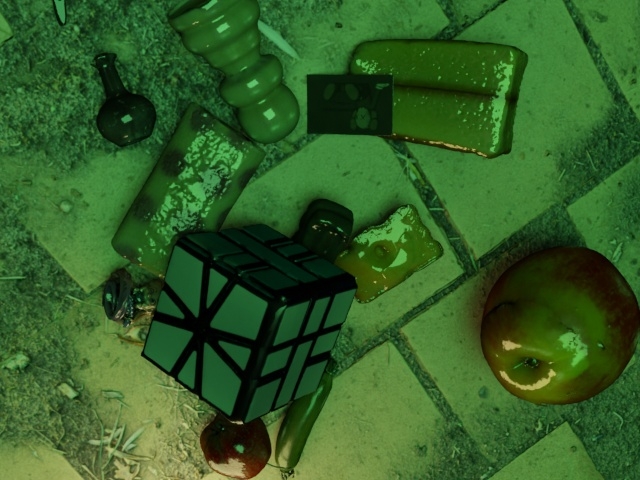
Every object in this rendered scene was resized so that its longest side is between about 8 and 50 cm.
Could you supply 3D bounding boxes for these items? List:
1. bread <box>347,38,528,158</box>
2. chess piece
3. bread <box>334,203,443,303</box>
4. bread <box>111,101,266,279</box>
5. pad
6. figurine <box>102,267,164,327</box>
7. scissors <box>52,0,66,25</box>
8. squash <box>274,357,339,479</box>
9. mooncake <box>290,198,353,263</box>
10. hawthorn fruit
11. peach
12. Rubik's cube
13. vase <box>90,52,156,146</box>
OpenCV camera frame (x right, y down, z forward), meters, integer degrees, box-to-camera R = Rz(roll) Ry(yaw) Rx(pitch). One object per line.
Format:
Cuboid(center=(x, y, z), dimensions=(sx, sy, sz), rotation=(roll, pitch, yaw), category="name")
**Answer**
Cuboid(center=(0.247, -0.324, 1.896), dimensions=(0.361, 0.245, 0.234), rotation=(11, 102, 16), category="bread")
Cuboid(center=(-0.151, -0.345, 1.735), dimensions=(0.182, 0.182, 0.330), rotation=(-31, 115, -4), category="chess piece")
Cuboid(center=(0.143, 0.028, 1.952), dimensions=(0.233, 0.088, 0.161), rotation=(-34, 105, 0), category="bread")
Cuboid(center=(-0.270, -0.091, 1.776), dimensions=(0.187, 0.155, 0.338), rotation=(31, 96, -15), category="bread")
Cuboid(center=(0.061, -0.286, 1.836), dimensions=(0.190, 0.004, 0.127), rotation=(4, 106, 17), category="pad")
Cuboid(center=(-0.392, 0.122, 1.841), dimensions=(0.114, 0.126, 0.157), rotation=(-32, 155, 30), category="figurine")
Cuboid(center=(-0.512, -0.525, 1.670), dimensions=(0.088, 0.017, 0.220), rotation=(-9, 107, -15), category="scissors")
Cuboid(center=(-0.046, 0.418, 2.020), dimensions=(0.071, 0.080, 0.319), rotation=(26, 98, 19), category="squash")
Cuboid(center=(0.000, 0.000, 1.865), dimensions=(0.104, 0.168, 0.175), rotation=(22, 83, -17), category="mooncake")
Cuboid(center=(-0.172, 0.478, 1.971), dimensions=(0.162, 0.163, 0.203), rotation=(-39, 120, -1), category="hawthorn fruit")
Cuboid(center=(0.546, 0.190, 1.977), dimensions=(0.369, 0.370, 0.370), rotation=(-4, 106, -13), category="peach")
Cuboid(center=(-0.141, 0.154, 1.740), dimensions=(0.283, 0.288, 0.294), rotation=(-12, 125, -54), category="Rubik's cube")
Cuboid(center=(-0.401, -0.281, 1.721), dimensions=(0.120, 0.120, 0.183), rotation=(-22, 96, -7), category="vase")
